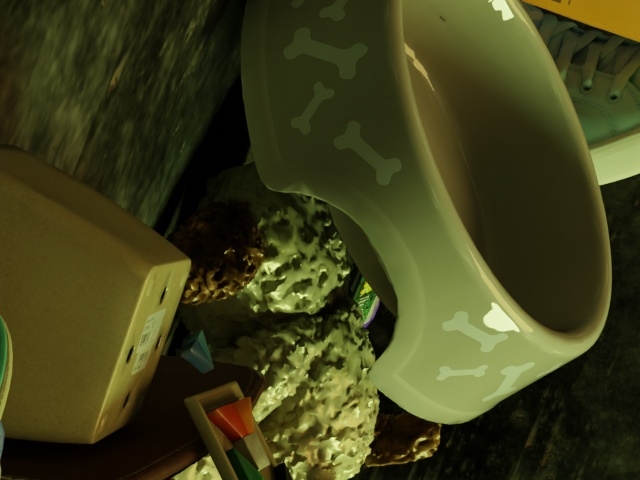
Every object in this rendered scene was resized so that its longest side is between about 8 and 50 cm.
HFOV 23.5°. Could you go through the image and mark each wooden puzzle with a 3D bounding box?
[{"bbox_3d":[-0.030,0.094,0.660,0.014,0.116,0.078,-28,-179,10],"label":"wooden puzzle"}]

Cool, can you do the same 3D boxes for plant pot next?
[{"bbox_3d":[-0.114,0.028,0.624,0.109,0.096,0.109,-12,122,-82],"label":"plant pot"}]

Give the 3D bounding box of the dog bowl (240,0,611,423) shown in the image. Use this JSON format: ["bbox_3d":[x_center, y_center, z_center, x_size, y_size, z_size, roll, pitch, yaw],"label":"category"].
[{"bbox_3d":[0.088,-0.056,1.048,0.349,0.102,0.349,41,39,-43],"label":"dog bowl"}]

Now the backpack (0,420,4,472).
[{"bbox_3d":[-0.148,0.115,0.242,0.263,0.213,0.276,-57,172,-17],"label":"backpack"}]

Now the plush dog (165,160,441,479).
[{"bbox_3d":[-0.033,0.055,1.081,0.262,0.210,0.225,-52,135,-73],"label":"plush dog"}]

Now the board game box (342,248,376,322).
[{"bbox_3d":[0.000,0.000,1.218,0.030,0.136,0.260,-23,158,-24],"label":"board game box"}]

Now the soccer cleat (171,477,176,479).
[{"bbox_3d":[-0.130,0.237,0.998,0.318,0.116,0.109,101,13,-53],"label":"soccer cleat"}]

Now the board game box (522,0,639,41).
[{"bbox_3d":[0.254,-0.395,1.181,0.356,0.356,0.357,-59,167,-55],"label":"board game box"}]

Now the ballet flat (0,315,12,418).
[{"bbox_3d":[-0.181,0.108,0.478,0.248,0.086,0.086,-61,169,-45],"label":"ballet flat"}]

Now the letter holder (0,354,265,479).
[{"bbox_3d":[-0.069,0.149,0.701,0.302,0.214,0.152,-24,118,-80],"label":"letter holder"}]

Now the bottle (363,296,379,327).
[{"bbox_3d":[0.012,-0.023,1.349,0.283,0.118,0.092,102,11,-53],"label":"bottle"}]

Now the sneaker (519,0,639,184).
[{"bbox_3d":[0.171,-0.132,1.249,0.135,0.366,0.150,-53,125,-42],"label":"sneaker"}]
